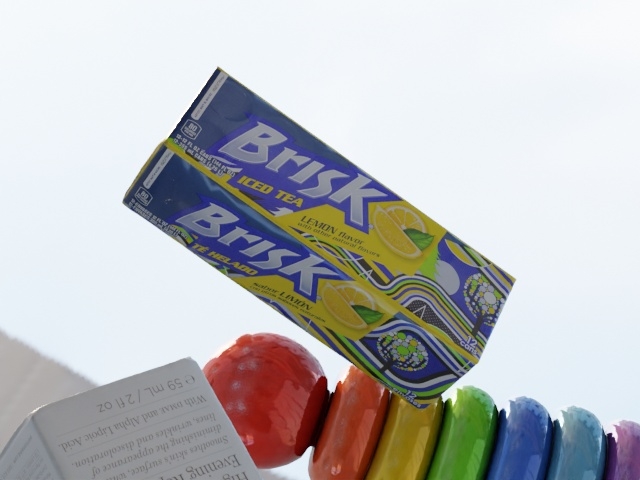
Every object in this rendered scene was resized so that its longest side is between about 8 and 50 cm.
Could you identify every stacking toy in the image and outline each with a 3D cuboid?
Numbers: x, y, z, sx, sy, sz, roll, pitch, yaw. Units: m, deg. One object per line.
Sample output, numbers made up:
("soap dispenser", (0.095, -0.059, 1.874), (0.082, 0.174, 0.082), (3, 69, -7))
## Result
("stacking toy", (0.077, 0.144, 1.209), (0.330, 0.141, 0.141), (18, -122, -4))

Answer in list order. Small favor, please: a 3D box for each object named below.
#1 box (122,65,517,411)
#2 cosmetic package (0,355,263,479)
("box", (0.000, 0.000, 0.840), (0.169, 0.054, 0.059), (35, -131, -5))
("cosmetic package", (-0.073, 0.190, 1.011), (0.117, 0.085, 0.231), (-19, -112, -37))
